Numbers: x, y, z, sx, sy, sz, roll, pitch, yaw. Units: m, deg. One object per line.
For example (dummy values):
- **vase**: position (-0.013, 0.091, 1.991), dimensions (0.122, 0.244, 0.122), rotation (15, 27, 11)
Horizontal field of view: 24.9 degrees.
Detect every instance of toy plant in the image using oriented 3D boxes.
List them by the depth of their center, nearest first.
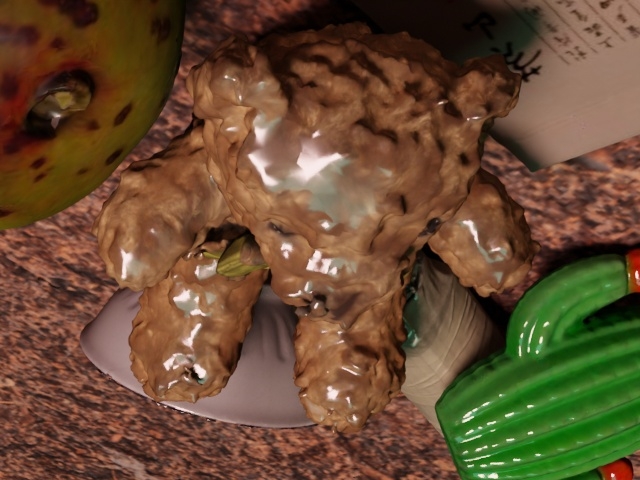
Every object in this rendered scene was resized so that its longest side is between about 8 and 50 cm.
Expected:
- **toy plant**: position (0.188, 0.084, 0.963), dimensions (0.240, 0.088, 0.154), rotation (-44, 105, 8)

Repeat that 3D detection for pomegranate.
- **pomegranate**: position (-0.208, -0.138, 0.726), dimensions (0.286, 0.231, 0.231), rotation (30, 147, 13)

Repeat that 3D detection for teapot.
- **teapot**: position (0.071, 0.071, 1.031), dimensions (0.107, 0.077, 0.200), rotation (9, 150, 41)

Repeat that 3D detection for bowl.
- **bowl**: position (-0.067, 0.053, 1.007), dimensions (0.189, 0.189, 0.086), rotation (16, 104, -4)

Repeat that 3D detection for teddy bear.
- **teddy bear**: position (-0.001, 0.010, 0.791), dimensions (0.246, 0.222, 0.296), rotation (6, 115, -8)

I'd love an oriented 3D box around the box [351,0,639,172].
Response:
- **box**: position (0.079, -0.178, 0.698), dimensions (0.204, 0.051, 0.365), rotation (-20, 133, 40)
